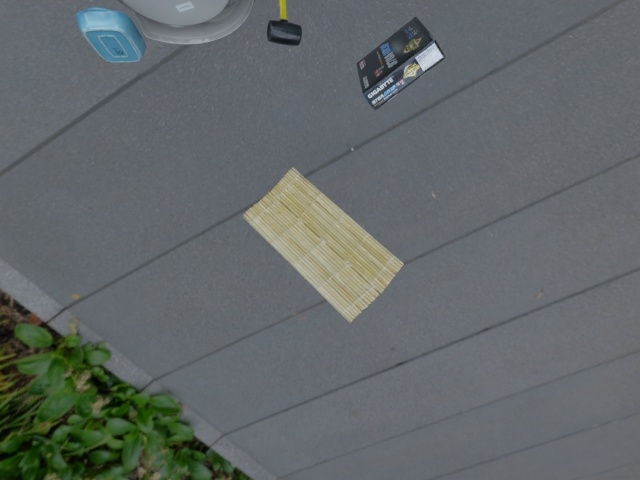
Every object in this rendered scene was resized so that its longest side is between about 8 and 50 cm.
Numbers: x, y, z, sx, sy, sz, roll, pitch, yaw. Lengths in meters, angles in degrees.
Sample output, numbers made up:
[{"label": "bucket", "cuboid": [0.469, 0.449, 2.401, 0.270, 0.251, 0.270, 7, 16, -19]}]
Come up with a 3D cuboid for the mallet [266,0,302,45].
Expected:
[{"label": "mallet", "cuboid": [-0.079, -0.453, 0.783, 0.062, 0.039, 0.189, -9, 87, -21]}]

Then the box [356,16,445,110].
[{"label": "box", "cuboid": [0.169, -0.399, 0.947, 0.175, 0.220, 0.051, -32, 122, 24]}]

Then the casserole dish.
[{"label": "casserole dish", "cuboid": [-0.463, -0.449, 0.950, 0.114, 0.188, 0.036, -4, 87, -7]}]

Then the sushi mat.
[{"label": "sushi mat", "cuboid": [0.000, 0.000, 0.840, 0.151, 0.316, 0.019, -44, 163, -11]}]

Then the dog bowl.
[{"label": "dog bowl", "cuboid": [-0.319, -0.578, 0.908, 0.349, 0.102, 0.349, -5, 168, -1]}]
